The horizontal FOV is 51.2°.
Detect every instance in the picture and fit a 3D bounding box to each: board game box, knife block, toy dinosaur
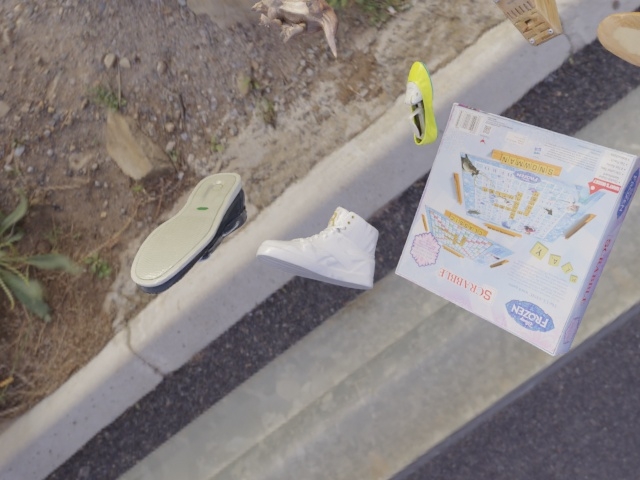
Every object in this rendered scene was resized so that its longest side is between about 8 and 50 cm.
[{"bbox_3d":[0.306,-0.029,1.085,0.066,0.319,0.318,3,110,-48],"label":"board game box"},{"bbox_3d":[0.574,-0.708,1.825,0.276,0.088,0.242,40,63,-21],"label":"knife block"},{"bbox_3d":[-0.042,-0.521,1.513,0.296,0.200,0.127,34,115,17],"label":"toy dinosaur"}]

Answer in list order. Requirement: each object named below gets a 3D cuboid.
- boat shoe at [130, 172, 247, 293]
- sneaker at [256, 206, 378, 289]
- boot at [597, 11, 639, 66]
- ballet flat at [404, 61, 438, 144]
[{"bbox_3d":[-0.162,-0.001,0.881,0.084,0.233,0.079,8,128,20],"label":"boat shoe"},{"bbox_3d":[0.000,0.000,1.501,0.293,0.108,0.169,16,78,-29],"label":"sneaker"},{"bbox_3d":[0.744,-0.436,1.396,0.295,0.211,0.104,20,132,19],"label":"boot"},{"bbox_3d":[0.269,-0.365,1.821,0.077,0.077,0.231,-28,120,-22],"label":"ballet flat"}]
